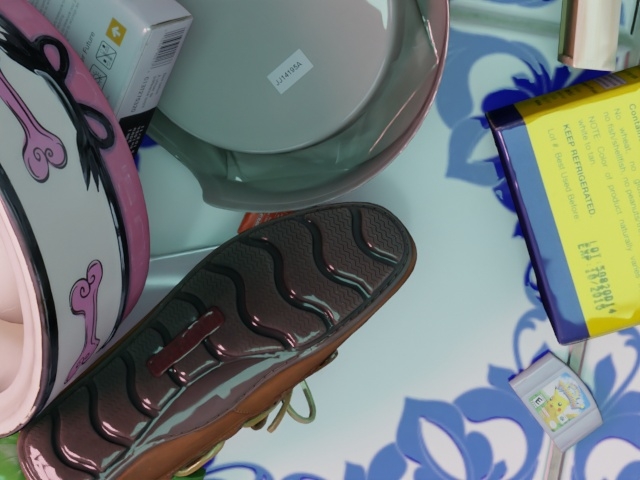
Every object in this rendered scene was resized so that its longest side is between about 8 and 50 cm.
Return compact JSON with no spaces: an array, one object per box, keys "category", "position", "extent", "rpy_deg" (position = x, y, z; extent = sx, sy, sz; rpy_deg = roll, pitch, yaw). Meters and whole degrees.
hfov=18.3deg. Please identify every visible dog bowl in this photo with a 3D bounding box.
[{"category":"dog bowl","position":[-0.048,-0.202,1.698],"extent":[0.348,0.102,0.349],"rpy_deg":[4,105,16]},{"category":"dog bowl","position":[-0.306,-0.046,1.642],"extent":[0.150,0.408,0.408],"rpy_deg":[-32,97,-35]}]

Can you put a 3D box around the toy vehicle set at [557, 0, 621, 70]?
[{"category":"toy vehicle set","position":[0.235,-0.279,1.682],"extent":[0.035,0.166,0.267],"rpy_deg":[4,98,1]}]

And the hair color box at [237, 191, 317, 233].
[{"category":"hair color box","position":[0.000,0.000,1.774],"extent":[0.141,0.072,0.043],"rpy_deg":[26,102,-1]}]

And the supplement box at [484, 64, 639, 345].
[{"category":"supplement box","position":[0.340,-0.065,1.693],"extent":[0.356,0.195,0.194],"rpy_deg":[-16,97,5]}]

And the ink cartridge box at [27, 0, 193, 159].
[{"category":"ink cartridge box","position":[-0.278,-0.218,1.690],"extent":[0.371,0.069,0.176],"rpy_deg":[40,125,19]}]

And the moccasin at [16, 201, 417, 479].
[{"category":"moccasin","position":[-0.077,0.107,1.689],"extent":[0.380,0.147,0.139],"rpy_deg":[-43,70,0]}]

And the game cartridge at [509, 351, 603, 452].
[{"category":"game cartridge","position":[0.218,0.146,1.816],"extent":[0.056,0.017,0.083],"rpy_deg":[-38,95,3]}]

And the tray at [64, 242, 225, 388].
[{"category":"tray","position":[-0.162,0.088,1.787],"extent":[0.270,0.030,0.145],"rpy_deg":[-10,68,0]}]

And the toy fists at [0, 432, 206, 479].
[{"category":"toy fists","position":[-0.245,0.241,1.805],"extent":[0.279,0.096,0.142],"rpy_deg":[17,99,-2]}]
